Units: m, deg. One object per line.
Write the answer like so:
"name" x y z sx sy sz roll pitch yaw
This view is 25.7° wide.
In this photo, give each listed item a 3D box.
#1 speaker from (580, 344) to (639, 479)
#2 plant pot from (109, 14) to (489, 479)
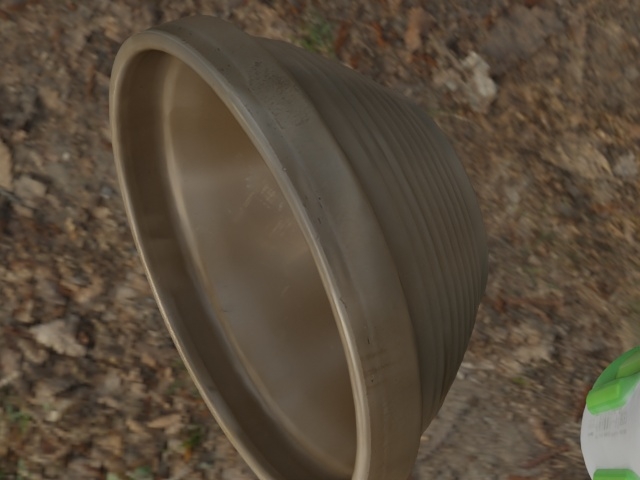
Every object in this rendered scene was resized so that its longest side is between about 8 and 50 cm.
"speaker" 0.214 0.102 0.744 0.131 0.296 0.131 -1 81 4
"plant pot" 0.000 0.000 0.651 0.110 0.237 0.237 -24 67 -23
